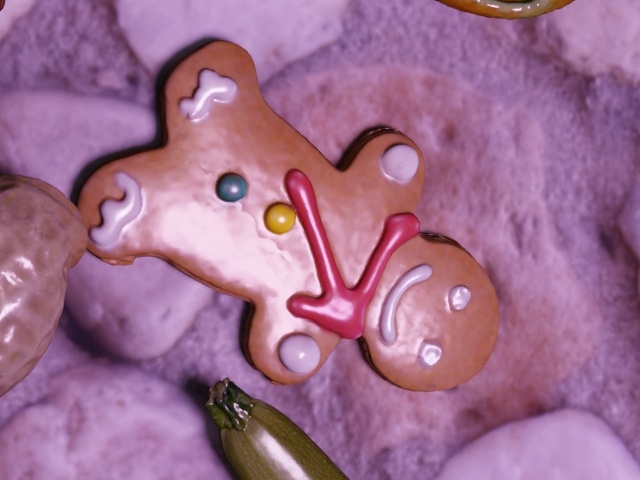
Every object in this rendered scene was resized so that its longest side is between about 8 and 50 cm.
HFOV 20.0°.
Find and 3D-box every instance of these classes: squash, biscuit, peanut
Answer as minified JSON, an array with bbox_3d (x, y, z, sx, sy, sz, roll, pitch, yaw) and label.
[{"bbox_3d":[-0.004,0.197,1.358,0.066,0.066,0.252,-45,105,-12],"label":"squash"},{"bbox_3d":[0.000,0.000,1.363,0.339,0.047,0.216,37,82,-16],"label":"biscuit"},{"bbox_3d":[-0.276,0.076,1.234,0.298,0.120,0.136,-46,110,-14],"label":"peanut"}]

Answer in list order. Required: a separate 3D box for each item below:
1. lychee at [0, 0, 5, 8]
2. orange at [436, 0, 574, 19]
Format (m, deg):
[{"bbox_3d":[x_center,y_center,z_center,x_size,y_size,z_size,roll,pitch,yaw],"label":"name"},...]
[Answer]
[{"bbox_3d":[-0.310,-0.206,1.147,0.260,0.260,0.261,-1,93,-19],"label":"lychee"},{"bbox_3d":[0.156,-0.303,1.326,0.334,0.196,0.263,-33,88,-19],"label":"orange"}]
